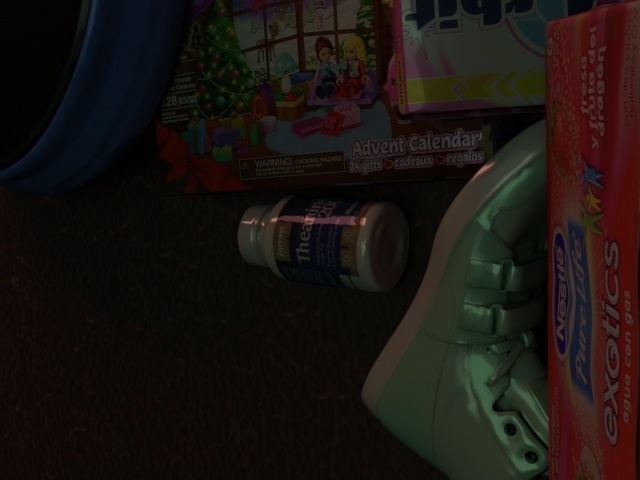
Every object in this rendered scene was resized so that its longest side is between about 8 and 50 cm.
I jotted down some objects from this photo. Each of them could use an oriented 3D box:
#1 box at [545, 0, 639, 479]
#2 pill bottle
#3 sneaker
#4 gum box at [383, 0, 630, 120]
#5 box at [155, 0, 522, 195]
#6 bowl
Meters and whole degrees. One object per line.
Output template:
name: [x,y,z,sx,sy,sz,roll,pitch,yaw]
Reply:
box: [0.203,0.034,0.440,0.154,0.142,0.300,-4,100,-1]
pill bottle: [0.000,0.000,0.668,0.120,0.067,0.067,6,97,33]
sneaker: [0.136,0.057,0.567,0.151,0.094,0.256,41,125,30]
gum box: [0.129,-0.131,0.527,0.188,0.062,0.107,-3,93,5]
box: [-0.001,-0.138,0.663,0.293,0.057,0.201,-2,93,33]
bowl: [-0.263,-0.233,0.777,0.391,0.077,0.391,4,95,43]
